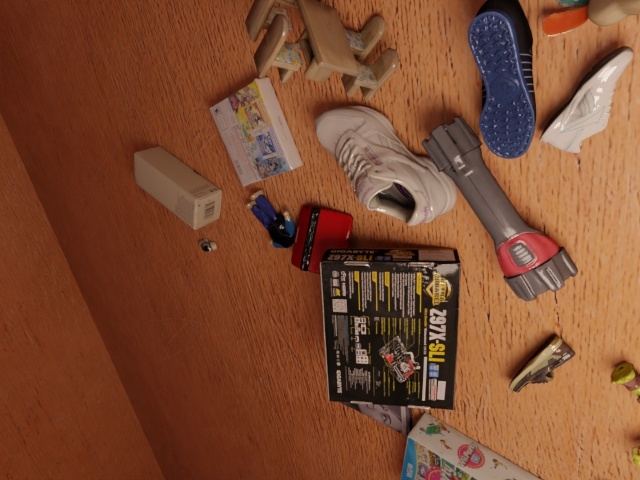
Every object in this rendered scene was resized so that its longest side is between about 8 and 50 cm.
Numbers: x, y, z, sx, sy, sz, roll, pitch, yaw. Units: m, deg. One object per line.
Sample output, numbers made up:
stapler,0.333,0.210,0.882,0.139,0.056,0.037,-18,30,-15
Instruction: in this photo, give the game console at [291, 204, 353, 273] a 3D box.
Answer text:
game console,0.000,0.000,1.016,0.124,0.085,0.143,-159,80,-67

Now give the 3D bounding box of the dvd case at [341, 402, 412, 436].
dvd case,0.135,0.404,1.167,0.221,0.018,0.164,13,121,36

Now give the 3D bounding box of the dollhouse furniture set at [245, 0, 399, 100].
dollhouse furniture set,0.010,-0.372,0.693,0.161,0.212,0.241,-41,57,48

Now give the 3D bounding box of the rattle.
rattle,0.394,-0.290,0.524,0.200,0.143,0.130,141,127,-62

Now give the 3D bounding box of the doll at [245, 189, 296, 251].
doll,-0.105,-0.037,1.105,0.189,0.046,0.129,49,137,9

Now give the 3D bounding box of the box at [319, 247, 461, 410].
box,0.137,0.177,0.888,0.258,0.079,0.321,-1,109,10

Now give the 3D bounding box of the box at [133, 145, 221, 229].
box,-0.410,-0.154,1.275,0.275,0.094,0.113,36,133,21

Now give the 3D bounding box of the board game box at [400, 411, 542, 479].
board game box,0.343,0.570,1.023,0.304,0.098,0.223,22,127,32

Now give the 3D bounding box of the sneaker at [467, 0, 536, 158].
sneaker,0.271,-0.231,0.640,0.082,0.090,0.232,10,141,37

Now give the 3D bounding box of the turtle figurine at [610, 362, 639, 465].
turtle figurine,0.563,0.266,0.655,0.217,0.087,0.269,56,146,12

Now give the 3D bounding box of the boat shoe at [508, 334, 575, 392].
boat shoe,0.396,0.235,0.807,0.049,0.056,0.152,40,135,24

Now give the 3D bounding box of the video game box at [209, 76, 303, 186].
video game box,-0.151,-0.241,1.027,0.187,0.048,0.205,-8,108,46

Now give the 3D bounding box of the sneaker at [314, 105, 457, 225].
sneaker,0.093,-0.139,0.793,0.305,0.152,0.114,39,136,20

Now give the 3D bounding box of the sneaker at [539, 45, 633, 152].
sneaker,0.366,-0.184,0.600,0.061,0.053,0.152,34,139,10

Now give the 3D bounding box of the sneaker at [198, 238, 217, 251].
sneaker,-0.352,0.016,1.364,0.083,0.037,0.031,6,119,41

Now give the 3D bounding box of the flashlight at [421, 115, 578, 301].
flashlight,0.281,-0.054,0.719,0.303,0.103,0.103,58,161,5
